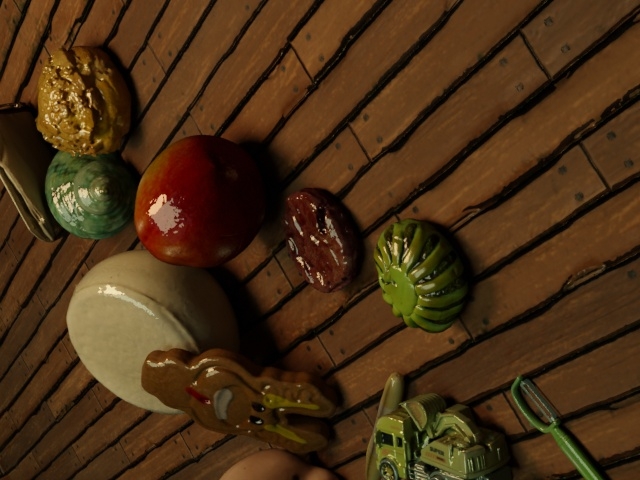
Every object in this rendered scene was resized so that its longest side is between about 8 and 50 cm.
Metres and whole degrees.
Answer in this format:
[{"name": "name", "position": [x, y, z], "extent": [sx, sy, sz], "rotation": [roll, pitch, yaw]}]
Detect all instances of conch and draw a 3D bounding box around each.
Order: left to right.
[{"name": "conch", "position": [-0.382, -0.091, 2.058], "extent": [0.188, 0.122, 0.176], "rotation": [18, 90, 38]}]

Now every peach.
[{"name": "peach", "position": [-0.161, -0.056, 1.700], "extent": [0.197, 0.197, 0.197], "rotation": [36, 140, 38]}]

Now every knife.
[{"name": "knife", "position": [0.287, 0.247, 1.410], "extent": [0.212, 0.015, 0.054], "rotation": [51, 148, 20]}]

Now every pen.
[{"name": "pen", "position": [0.088, 0.259, 1.706], "extent": [0.040, 0.032, 0.233], "rotation": [-112, 23, -43]}]

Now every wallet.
[{"name": "wallet", "position": [-0.516, -0.127, 2.161], "extent": [0.275, 0.068, 0.335], "rotation": [59, -175, -5]}]

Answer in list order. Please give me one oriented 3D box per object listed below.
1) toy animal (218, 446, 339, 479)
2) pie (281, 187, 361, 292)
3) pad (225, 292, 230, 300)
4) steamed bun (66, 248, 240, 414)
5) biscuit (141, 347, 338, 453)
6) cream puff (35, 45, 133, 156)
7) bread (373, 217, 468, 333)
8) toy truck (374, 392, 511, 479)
[{"name": "toy animal", "position": [-0.058, 0.448, 1.916], "extent": [0.229, 0.210, 0.221], "rotation": [41, 148, 22]}, {"name": "pie", "position": [0.000, 0.000, 1.637], "extent": [0.153, 0.038, 0.153], "rotation": [40, 144, 37]}, {"name": "pad", "position": [-0.200, 0.101, 2.041], "extent": [0.188, 0.006, 0.113], "rotation": [28, 133, 42]}, {"name": "steamed bun", "position": [-0.249, 0.130, 1.946], "extent": [0.283, 0.177, 0.283], "rotation": [17, 132, 19]}, {"name": "biscuit", "position": [-0.123, 0.235, 1.828], "extent": [0.295, 0.044, 0.186], "rotation": [13, 133, 4]}, {"name": "cream puff", "position": [-0.387, -0.217, 1.964], "extent": [0.189, 0.129, 0.189], "rotation": [35, 136, 42]}, {"name": "bread", "position": [0.115, 0.045, 1.465], "extent": [0.130, 0.071, 0.139], "rotation": [35, 140, 31]}, {"name": "toy truck", "position": [0.152, 0.256, 1.554], "extent": [0.191, 0.085, 0.116], "rotation": [9, 110, 50]}]
